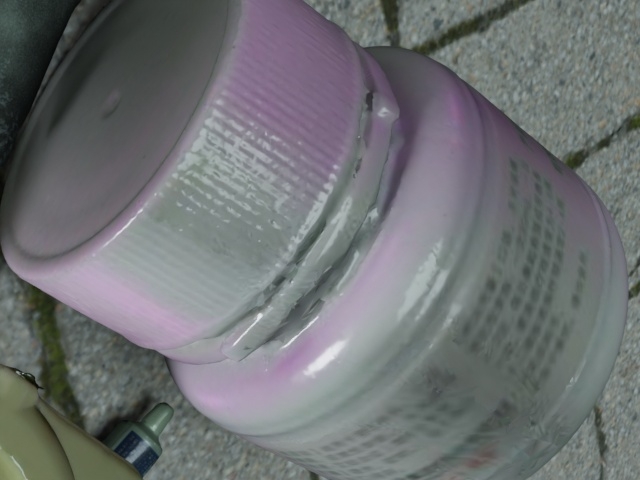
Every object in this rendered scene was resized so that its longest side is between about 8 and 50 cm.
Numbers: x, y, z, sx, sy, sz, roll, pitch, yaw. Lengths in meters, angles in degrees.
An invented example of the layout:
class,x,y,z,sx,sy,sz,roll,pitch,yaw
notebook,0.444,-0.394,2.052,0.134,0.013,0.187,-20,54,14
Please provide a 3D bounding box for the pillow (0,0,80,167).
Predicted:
class,x,y,z,sx,sy,sz,roll,pitch,yaw
pillow,-0.206,-0.170,0.611,0.250,0.106,0.186,38,69,-44

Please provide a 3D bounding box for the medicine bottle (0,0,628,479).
class,x,y,z,sx,sy,sz,roll,pitch,yaw
medicine bottle,0.000,0.000,0.742,0.324,0.256,0.256,31,81,-34

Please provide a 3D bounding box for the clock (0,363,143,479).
class,x,y,z,sx,sy,sz,roll,pitch,yaw
clock,-0.252,0.193,0.622,0.284,0.114,0.309,45,60,-34

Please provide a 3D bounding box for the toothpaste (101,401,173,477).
class,x,y,z,sx,sy,sz,roll,pitch,yaw
toothpaste,-0.163,0.181,0.798,0.197,0.034,0.057,-49,120,-17
